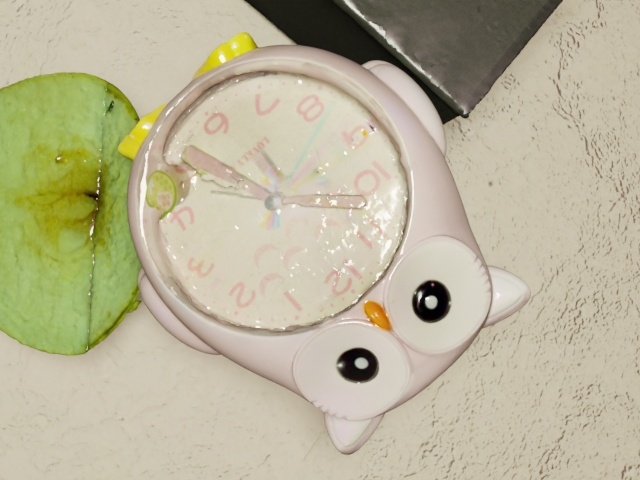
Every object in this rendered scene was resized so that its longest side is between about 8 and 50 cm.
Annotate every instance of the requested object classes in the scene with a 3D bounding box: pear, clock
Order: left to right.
[{"bbox_3d":[-0.313,-0.035,0.739,0.239,0.139,0.288,6,93,11],"label":"pear"},{"bbox_3d":[0.000,0.000,0.709,0.368,0.250,0.376,-42,83,3],"label":"clock"}]

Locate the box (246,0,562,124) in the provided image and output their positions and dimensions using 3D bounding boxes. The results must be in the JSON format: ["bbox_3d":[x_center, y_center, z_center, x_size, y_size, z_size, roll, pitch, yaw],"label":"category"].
[{"bbox_3d":[0.087,-0.323,0.776,0.345,0.204,0.251,41,82,-7],"label":"box"}]
